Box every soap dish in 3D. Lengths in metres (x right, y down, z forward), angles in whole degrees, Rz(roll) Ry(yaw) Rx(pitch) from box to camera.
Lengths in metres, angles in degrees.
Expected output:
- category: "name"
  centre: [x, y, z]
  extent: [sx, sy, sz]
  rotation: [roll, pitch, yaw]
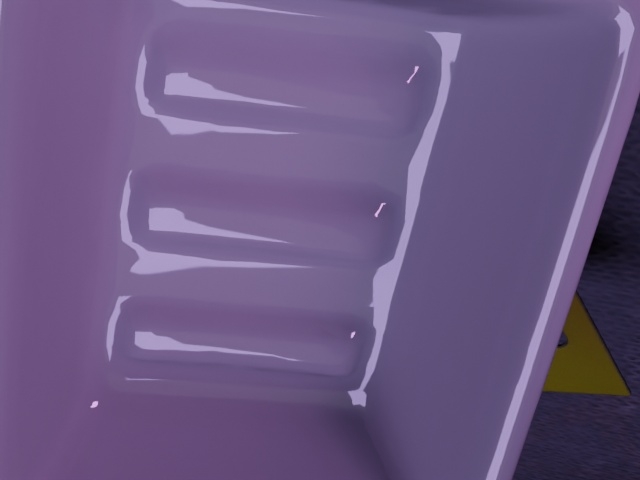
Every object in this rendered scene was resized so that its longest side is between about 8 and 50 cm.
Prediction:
- category: "soap dish"
  centre: [-0.021, -0.004, 0.465]
  extent: [0.229, 0.118, 0.291]
  rotation: [6, 121, -10]

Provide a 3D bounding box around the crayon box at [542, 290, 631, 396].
- category: "crayon box"
  centre: [0.000, 0.000, 0.690]
  extent: [0.318, 0.081, 0.202]
  rotation: [3, 150, 30]
